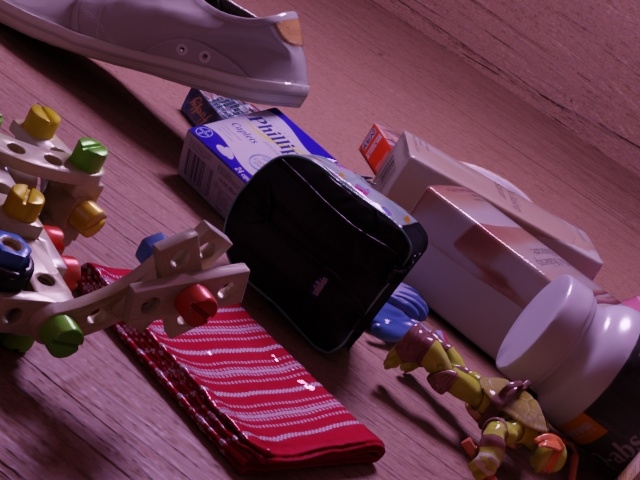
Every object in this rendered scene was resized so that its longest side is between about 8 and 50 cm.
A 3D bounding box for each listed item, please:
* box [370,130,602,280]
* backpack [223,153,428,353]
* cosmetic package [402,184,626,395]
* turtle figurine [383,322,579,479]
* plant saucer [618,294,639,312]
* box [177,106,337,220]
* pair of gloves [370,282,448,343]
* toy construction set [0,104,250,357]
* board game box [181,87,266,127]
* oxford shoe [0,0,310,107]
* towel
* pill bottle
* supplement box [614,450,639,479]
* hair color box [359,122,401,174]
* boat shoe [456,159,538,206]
[{"bbox_3d":[0.222,-0.014,1.892,0.311,0.121,0.148,28,16,-11],"label":"box"},{"bbox_3d":[0.000,0.000,1.417,0.188,0.166,0.144,37,17,5],"label":"backpack"},{"bbox_3d":[0.238,0.066,1.695,0.296,0.129,0.153,39,17,20],"label":"cosmetic package"},{"bbox_3d":[0.169,0.170,1.372,0.217,0.087,0.269,38,19,19],"label":"turtle figurine"},{"bbox_3d":[0.500,0.182,1.819,0.332,0.084,0.332,36,12,-9],"label":"plant saucer"},{"bbox_3d":[-0.074,-0.086,1.606,0.137,0.072,0.126,-19,49,-38],"label":"box"},{"bbox_3d":[0.070,0.073,1.578,0.159,0.023,0.198,24,18,-18],"label":"pair of gloves"},{"bbox_3d":[-0.217,0.000,1.110,0.215,0.151,0.328,8,18,-45],"label":"toy construction set"},{"bbox_3d":[-0.068,-0.113,1.808,0.165,0.042,0.243,17,23,-39],"label":"board game box"},{"bbox_3d":[-0.215,-0.277,1.718,0.449,0.130,0.169,15,13,16],"label":"oxford shoe"},{"bbox_3d":[-0.080,0.109,1.220,0.275,0.031,0.199,43,20,31],"label":"towel"},{"bbox_3d":[0.341,0.171,1.495,0.278,0.162,0.162,36,17,-5],"label":"pill bottle"},{"bbox_3d":[0.320,0.254,1.380,0.036,0.098,0.062,37,17,4],"label":"supplement box"},{"bbox_3d":[0.131,-0.114,2.122,0.093,0.053,0.167,23,19,-26],"label":"hair color box"},{"bbox_3d":[0.275,-0.020,2.036,0.277,0.096,0.098,33,-16,-12],"label":"boat shoe"}]
